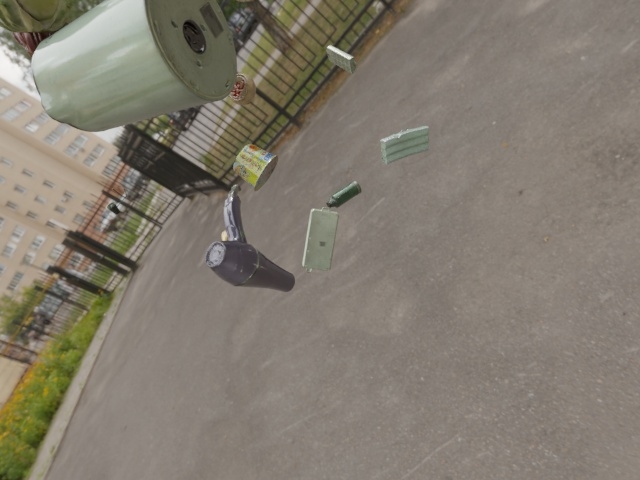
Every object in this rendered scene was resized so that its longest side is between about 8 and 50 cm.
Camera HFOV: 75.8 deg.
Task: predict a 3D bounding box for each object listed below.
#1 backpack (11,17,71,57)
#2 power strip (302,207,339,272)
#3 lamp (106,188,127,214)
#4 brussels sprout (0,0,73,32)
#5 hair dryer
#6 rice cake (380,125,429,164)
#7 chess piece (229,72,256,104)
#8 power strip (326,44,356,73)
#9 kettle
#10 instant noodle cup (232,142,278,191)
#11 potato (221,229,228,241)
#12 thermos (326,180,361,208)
[{"bbox_3d":[-0.774,-0.588,1.146,0.138,0.230,0.229,-16,26,-10],"label":"backpack"},{"bbox_3d":[0.000,0.000,1.662,0.046,0.117,0.271,-134,53,-82],"label":"power strip"},{"bbox_3d":[-0.753,-0.142,1.530,0.041,0.054,0.121,-15,47,8],"label":"lamp"},{"bbox_3d":[-0.691,-0.591,0.937,0.244,0.244,0.244,-41,31,30],"label":"brussels sprout"},{"bbox_3d":[-0.211,-0.020,1.204,0.121,0.301,0.362,-29,57,23],"label":"hair dryer"},{"bbox_3d":[0.386,-0.437,1.865,0.236,0.127,0.043,-18,31,-11],"label":"rice cake"},{"bbox_3d":[-0.218,-0.419,1.139,0.083,0.038,0.084,4,97,30],"label":"chess piece"},{"bbox_3d":[0.058,-0.547,1.235,0.019,0.051,0.136,-38,56,-11],"label":"power strip"},{"bbox_3d":[-0.394,-0.424,0.917,0.376,0.250,0.361,-7,49,26],"label":"kettle"},{"bbox_3d":[-0.319,-0.363,1.995,0.205,0.152,0.205,-55,-3,-5],"label":"instant noodle cup"},{"bbox_3d":[-0.383,-0.009,1.719,0.062,0.068,0.083,90,-178,-52],"label":"potato"},{"bbox_3d":[0.114,-0.219,2.041,0.187,0.073,0.083,-35,35,-20],"label":"thermos"}]
